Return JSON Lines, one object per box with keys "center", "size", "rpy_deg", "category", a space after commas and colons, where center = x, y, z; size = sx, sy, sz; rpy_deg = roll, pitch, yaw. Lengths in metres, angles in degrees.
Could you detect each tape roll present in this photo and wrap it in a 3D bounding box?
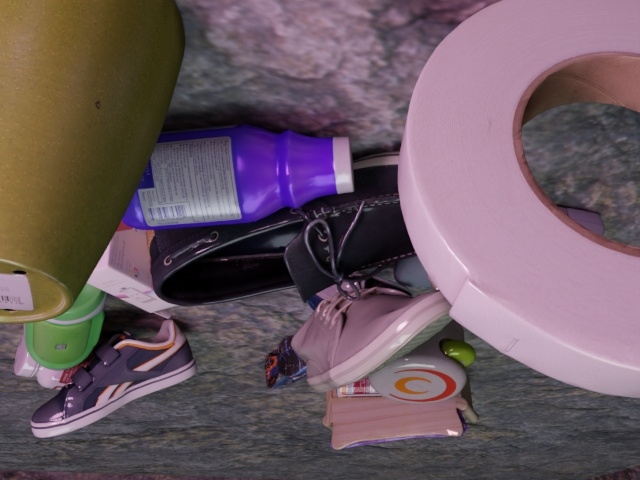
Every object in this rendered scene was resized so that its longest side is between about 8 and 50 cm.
{"center": [0.259, -0.061, 0.604], "size": [0.391, 0.392, 0.072], "rpy_deg": [0, 152, -2], "category": "tape roll"}

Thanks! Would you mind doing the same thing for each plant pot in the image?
{"center": [-0.269, -0.086, 0.629], "size": [0.274, 0.294, 0.275], "rpy_deg": [-2, 152, -1], "category": "plant pot"}

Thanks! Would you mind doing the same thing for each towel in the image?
{"center": [-0.005, 0.104, 1.239], "size": [0.029, 0.067, 0.119], "rpy_deg": [-41, 153, -13], "category": "towel"}

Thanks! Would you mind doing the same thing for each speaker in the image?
{"center": [-0.439, 0.127, 1.194], "size": [0.131, 0.131, 0.296], "rpy_deg": [9, 150, -18], "category": "speaker"}

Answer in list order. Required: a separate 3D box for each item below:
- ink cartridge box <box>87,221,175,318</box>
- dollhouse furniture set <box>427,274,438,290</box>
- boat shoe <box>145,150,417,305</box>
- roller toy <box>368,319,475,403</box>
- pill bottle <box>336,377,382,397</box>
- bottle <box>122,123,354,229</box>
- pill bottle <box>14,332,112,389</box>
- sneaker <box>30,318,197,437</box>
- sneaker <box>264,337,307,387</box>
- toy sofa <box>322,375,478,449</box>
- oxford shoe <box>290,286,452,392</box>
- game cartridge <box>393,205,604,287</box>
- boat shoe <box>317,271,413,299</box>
{"center": [-0.261, 0.031, 1.034], "size": [0.067, 0.115, 0.198], "rpy_deg": [-16, 150, 24], "category": "ink cartridge box"}
{"center": [0.239, 0.022, 1.000], "size": [0.161, 0.101, 0.182], "rpy_deg": [-37, 142, 10], "category": "dollhouse furniture set"}
{"center": [0.000, 0.000, 0.937], "size": [0.499, 0.156, 0.187], "rpy_deg": [-7, 142, 8], "category": "boat shoe"}
{"center": [0.187, 0.222, 1.382], "size": [0.209, 0.146, 0.191], "rpy_deg": [5, 143, 0], "category": "roller toy"}
{"center": [0.112, 0.320, 1.624], "size": [0.151, 0.086, 0.086], "rpy_deg": [-1, 152, -1], "category": "pill bottle"}
{"center": [-0.102, -0.080, 0.838], "size": [0.282, 0.118, 0.092], "rpy_deg": [-5, -164, 5], "category": "bottle"}
{"center": [-0.494, 0.245, 1.415], "size": [0.216, 0.121, 0.121], "rpy_deg": [20, 145, -33], "category": "pill bottle"}
{"center": [-0.401, 0.251, 1.330], "size": [0.321, 0.128, 0.126], "rpy_deg": [-22, -166, -30], "category": "sneaker"}
{"center": [-0.052, 0.265, 1.539], "size": [0.087, 0.083, 0.221], "rpy_deg": [-3, 160, -27], "category": "sneaker"}
{"center": [0.197, 0.429, 1.737], "size": [0.362, 0.177, 0.150], "rpy_deg": [-13, 150, 18], "category": "toy sofa"}
{"center": [0.054, 0.133, 1.030], "size": [0.169, 0.130, 0.449], "rpy_deg": [-23, 172, -21], "category": "oxford shoe"}
{"center": [0.273, 0.012, 1.097], "size": [0.297, 0.062, 0.198], "rpy_deg": [0, 156, -2], "category": "game cartridge"}
{"center": [0.066, 0.078, 1.157], "size": [0.184, 0.066, 0.063], "rpy_deg": [23, 153, 3], "category": "boat shoe"}
